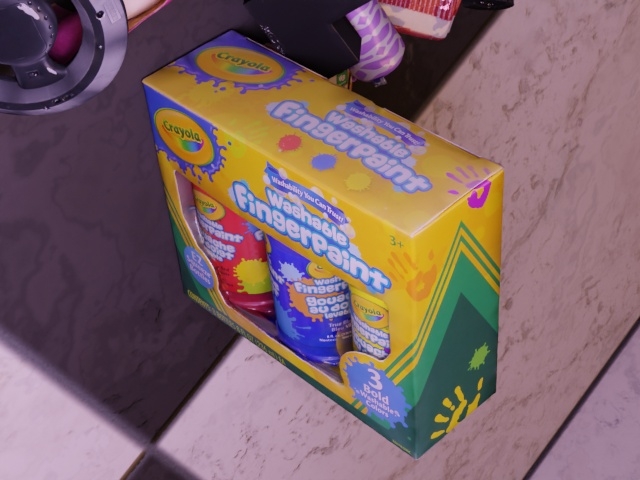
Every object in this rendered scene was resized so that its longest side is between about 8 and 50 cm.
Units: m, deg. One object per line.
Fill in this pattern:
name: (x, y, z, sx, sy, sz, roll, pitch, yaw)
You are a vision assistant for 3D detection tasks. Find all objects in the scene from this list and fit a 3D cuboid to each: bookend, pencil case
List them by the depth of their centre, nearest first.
bookend: (0.015, -0.284, 1.499, 0.156, 0.157, 0.072, 49, 29, -29)
pencil case: (0.031, -0.299, 1.593, 0.206, 0.088, 0.086, 54, 34, -33)

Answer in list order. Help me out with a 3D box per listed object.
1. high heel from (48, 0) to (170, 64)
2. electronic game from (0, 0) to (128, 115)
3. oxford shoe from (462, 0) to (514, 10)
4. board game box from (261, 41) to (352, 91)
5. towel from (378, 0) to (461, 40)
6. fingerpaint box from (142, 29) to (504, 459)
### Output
high heel: (-0.200, -0.257, 1.344, 0.244, 0.117, 0.082, -31, 137, -35)
electronic game: (-0.303, -0.214, 1.198, 0.229, 0.229, 0.048, 78, 9, -46)
oxford shoe: (0.199, -0.403, 1.799, 0.227, 0.082, 0.096, 2, 88, -48)
board game box: (-0.020, -0.192, 1.689, 0.146, 0.045, 0.194, -25, 133, -40)
towel: (0.123, -0.439, 1.630, 0.237, 0.037, 0.329, 6, 112, -32)
fingerpaint box: (0.000, 0.000, 1.506, 0.163, 0.445, 0.371, -35, 140, -30)
